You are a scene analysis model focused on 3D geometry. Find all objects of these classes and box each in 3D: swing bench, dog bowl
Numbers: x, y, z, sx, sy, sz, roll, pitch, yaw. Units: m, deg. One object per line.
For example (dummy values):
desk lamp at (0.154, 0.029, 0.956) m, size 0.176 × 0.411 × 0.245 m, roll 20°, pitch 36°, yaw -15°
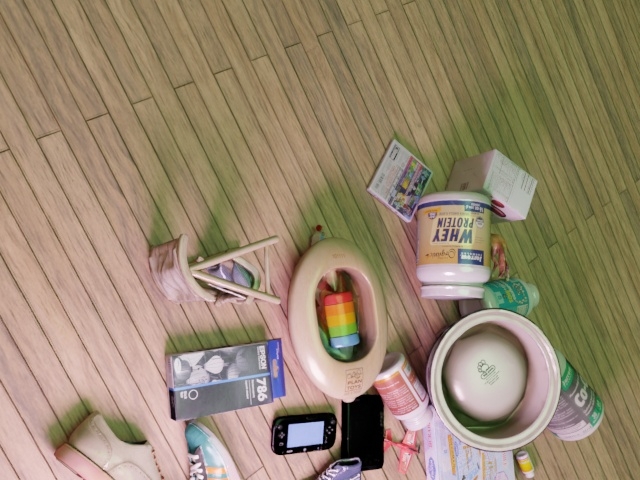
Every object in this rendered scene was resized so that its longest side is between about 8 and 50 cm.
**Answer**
swing bench at (-0.264, 0.080, 1.545) m, size 0.254 × 0.253 × 0.165 m, roll 1°, pitch 84°, yaw -29°
dog bowl at (0.494, 0.407, 1.885) m, size 0.407 × 0.150 × 0.408 m, roll 1°, pitch 84°, yaw -10°

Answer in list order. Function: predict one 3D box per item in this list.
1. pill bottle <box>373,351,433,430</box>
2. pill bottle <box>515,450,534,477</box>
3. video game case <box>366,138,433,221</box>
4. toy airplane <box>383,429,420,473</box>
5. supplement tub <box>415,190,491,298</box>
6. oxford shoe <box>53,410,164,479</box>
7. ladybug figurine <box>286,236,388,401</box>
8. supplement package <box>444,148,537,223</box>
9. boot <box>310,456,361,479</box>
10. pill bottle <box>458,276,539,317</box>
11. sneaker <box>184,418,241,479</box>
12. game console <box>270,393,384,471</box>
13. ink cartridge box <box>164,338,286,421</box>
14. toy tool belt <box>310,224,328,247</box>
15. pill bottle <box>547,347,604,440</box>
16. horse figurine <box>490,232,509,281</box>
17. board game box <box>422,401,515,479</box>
pill bottle at (0.242, 0.447, 1.868) m, size 0.121 × 0.121 × 0.216 m, roll -38°, pitch 103°, yaw -28°
pill bottle at (0.692, 0.755, 2.135) m, size 0.043 × 0.043 × 0.083 m, roll -27°, pitch 97°, yaw -30°
video game case at (0.255, -0.190, 2.012) m, size 0.183 × 0.023 × 0.201 m, roll 36°, pitch 67°, yaw -21°
toy airplane at (0.240, 0.618, 1.900) m, size 0.151 × 0.028 × 0.151 m, roll 5°, pitch 80°, yaw -30°
supplement tub at (0.410, 0.021, 1.956) m, size 0.228 × 0.228 × 0.316 m, roll 7°, pitch 80°, yaw -29°
oxford shoe at (-0.411, 0.552, 1.472) m, size 0.397 × 0.140 × 0.147 m, roll 44°, pitch 60°, yaw -19°
ladybug figurine at (0.035, 0.219, 1.753) m, size 0.305 × 0.162 × 0.450 m, roll -2°, pitch 84°, yaw -31°
supplement package at (0.557, -0.169, 2.084) m, size 0.203 × 0.194 × 0.149 m, roll 30°, pitch 71°, yaw -23°
boot at (0.023, 0.644, 1.726) m, size 0.189 × 0.069 × 0.086 m, roll -6°, pitch 109°, yaw -22°
pill bottle at (0.597, 0.201, 2.090) m, size 0.264 × 0.146 × 0.146 m, roll -8°, pitch 88°, yaw -31°
sneaker at (-0.275, 0.593, 1.560) m, size 0.121 × 0.108 × 0.302 m, roll -30°, pitch 101°, yaw -34°
game console at (0.025, 0.549, 1.777) m, size 0.361 × 0.044 × 0.213 m, roll 4°, pitch 82°, yaw -29°
ink cartridge box at (-0.229, 0.355, 1.644) m, size 0.332 × 0.065 × 0.166 m, roll -4°, pitch 86°, yaw -31°
toy tool belt at (0.000, 0.000, 1.832) m, size 0.051 × 0.052 × 0.083 m, roll 24°, pitch 73°, yaw -58°
pill bottle at (0.763, 0.483, 2.116) m, size 0.361 × 0.204 × 0.204 m, roll 46°, pitch 65°, yaw -18°
horse figurine at (0.546, 0.029, 2.041) m, size 0.066 × 0.263 × 0.175 m, roll -11°, pitch 109°, yaw -7°
board game box at (0.471, 0.657, 2.006) m, size 0.317 × 0.066 × 0.319 m, roll 0°, pitch 84°, yaw -30°
